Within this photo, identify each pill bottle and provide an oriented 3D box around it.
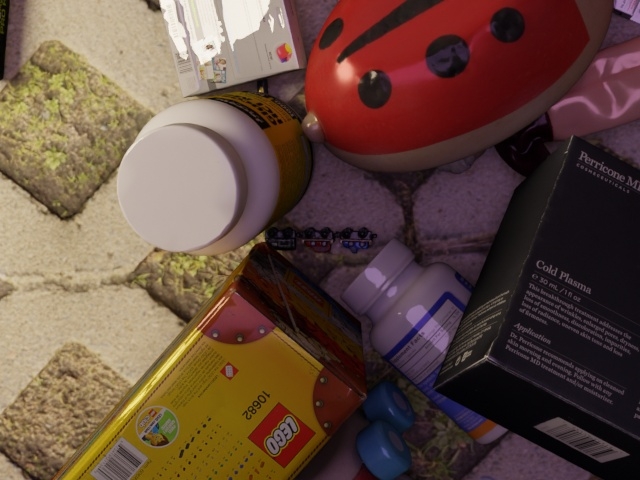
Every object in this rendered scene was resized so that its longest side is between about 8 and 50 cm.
[{"bbox_3d":[-0.126,-0.087,1.270,0.187,0.334,0.188,2,101,10],"label":"pill bottle"},{"bbox_3d":[0.162,0.126,1.345,0.272,0.152,0.152,42,96,4],"label":"pill bottle"}]

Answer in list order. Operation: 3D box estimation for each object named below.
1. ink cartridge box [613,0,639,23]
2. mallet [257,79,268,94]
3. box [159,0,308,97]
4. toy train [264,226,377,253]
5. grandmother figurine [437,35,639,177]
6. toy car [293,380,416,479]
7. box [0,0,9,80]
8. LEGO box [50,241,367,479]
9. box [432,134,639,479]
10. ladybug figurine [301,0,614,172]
[{"bbox_3d":[0.402,-0.328,1.358,0.083,0.028,0.048,25,95,5],"label":"ink cartridge box"},{"bbox_3d":[-0.090,-0.233,1.423,0.062,0.039,0.190,8,98,11],"label":"mallet"},{"bbox_3d":[-0.120,-0.285,1.386,0.186,0.038,0.145,-10,98,27],"label":"box"},{"bbox_3d":[0.000,0.000,1.422,0.158,0.027,0.036,0,96,7],"label":"toy train"},{"bbox_3d":[0.296,-0.167,1.349,0.342,0.104,0.208,-16,68,11],"label":"grandmother figurine"},{"bbox_3d":[0.074,0.356,1.353,0.219,0.210,0.238,-39,100,17],"label":"toy car"},{"bbox_3d":[-0.558,-0.373,1.460,0.216,0.060,0.270,6,93,6],"label":"box"},{"bbox_3d":[-0.177,0.267,1.275,0.193,0.372,0.500,41,97,-4],"label":"LEGO box"},{"bbox_3d":[0.364,0.106,1.224,0.343,0.179,0.313,28,66,-3],"label":"box"},{"bbox_3d":[0.162,-0.267,1.282,0.449,0.162,0.305,-37,63,-1],"label":"ladybug figurine"}]
